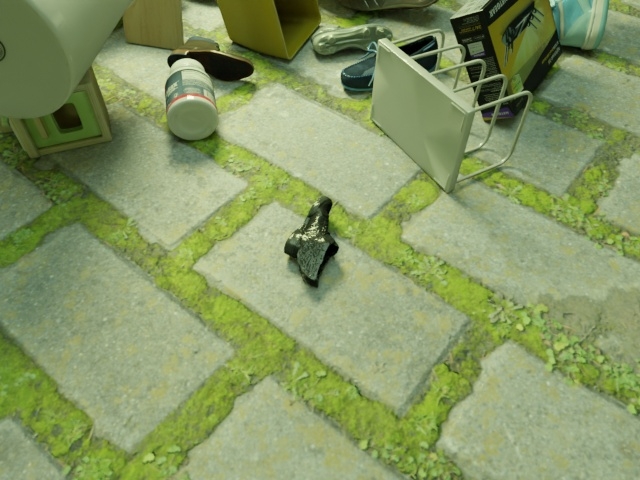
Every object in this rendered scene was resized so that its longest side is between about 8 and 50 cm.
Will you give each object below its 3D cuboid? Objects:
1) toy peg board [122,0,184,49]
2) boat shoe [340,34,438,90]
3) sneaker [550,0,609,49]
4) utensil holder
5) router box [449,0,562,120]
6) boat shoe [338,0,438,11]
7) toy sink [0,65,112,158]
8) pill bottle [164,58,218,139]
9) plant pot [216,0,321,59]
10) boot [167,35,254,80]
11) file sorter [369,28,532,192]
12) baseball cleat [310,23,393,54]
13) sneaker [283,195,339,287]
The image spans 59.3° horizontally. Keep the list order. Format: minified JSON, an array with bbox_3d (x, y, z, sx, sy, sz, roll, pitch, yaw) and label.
[{"bbox_3d":[-0.417,-0.589,1.442,0.161,0.161,0.079,11,36,10],"label":"toy peg board"},{"bbox_3d":[0.161,-0.435,1.342,0.258,0.089,0.109,-26,54,-20],"label":"boat shoe"},{"bbox_3d":[0.607,-0.644,1.407,0.208,0.318,0.127,4,6,12],"label":"sneaker"},{"bbox_3d":[-0.531,-0.460,1.026,0.328,0.327,0.385,4,53,4],"label":"utensil holder"},{"bbox_3d":[0.424,-0.452,1.253,0.081,0.242,0.309,3,42,45],"label":"router box"},{"bbox_3d":[0.188,-0.688,1.558,0.325,0.123,0.116,17,18,25],"label":"boat shoe"},{"bbox_3d":[-0.576,-0.273,1.170,0.234,0.152,0.131,-14,51,-12],"label":"toy sink"},{"bbox_3d":[-0.285,-0.314,1.231,0.108,0.108,0.180,-10,50,-8],"label":"pill bottle"},{"bbox_3d":[-0.141,-0.605,1.429,0.187,0.212,0.212,9,49,25],"label":"plant pot"},{"bbox_3d":[-0.253,-0.453,1.367,0.219,0.082,0.106,10,53,11],"label":"boot"},{"bbox_3d":[0.253,-0.276,1.143,0.173,0.192,0.277,-23,53,-21],"label":"file sorter"},{"bbox_3d":[0.076,-0.526,1.434,0.206,0.072,0.109,-8,43,-11],"label":"baseball cleat"},{"bbox_3d":[0.000,-0.002,1.004,0.089,0.051,0.170,25,59,20],"label":"sneaker"}]
